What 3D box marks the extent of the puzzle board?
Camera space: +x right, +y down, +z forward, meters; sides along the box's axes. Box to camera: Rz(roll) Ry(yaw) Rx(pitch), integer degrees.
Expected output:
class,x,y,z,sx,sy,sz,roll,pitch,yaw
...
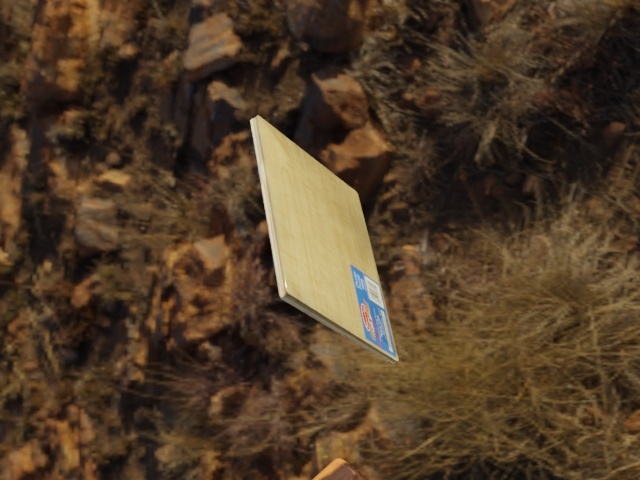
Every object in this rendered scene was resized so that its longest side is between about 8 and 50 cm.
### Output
class,x,y,z,sx,sy,sz,roll,pitch,yaw
puzzle board,0.000,0.000,0.564,0.011,0.096,0.128,-32,46,24

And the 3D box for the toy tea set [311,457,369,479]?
class,x,y,z,sx,sy,sz,roll,pitch,yaw
toy tea set,0.098,0.350,0.938,0.336,0.200,0.124,33,74,31
